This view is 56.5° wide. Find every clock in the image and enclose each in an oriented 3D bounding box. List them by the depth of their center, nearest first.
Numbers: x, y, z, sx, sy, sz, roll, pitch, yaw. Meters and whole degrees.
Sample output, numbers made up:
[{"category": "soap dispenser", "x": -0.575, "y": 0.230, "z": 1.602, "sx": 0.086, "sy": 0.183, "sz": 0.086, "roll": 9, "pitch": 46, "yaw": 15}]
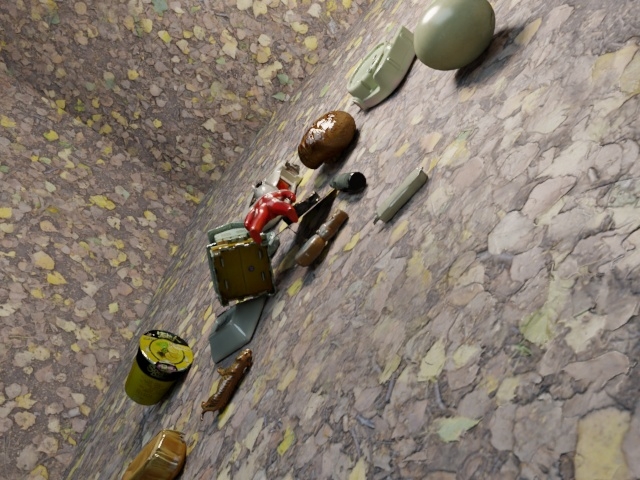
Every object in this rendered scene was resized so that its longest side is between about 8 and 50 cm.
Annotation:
[{"category": "clock", "x": 0.204, "y": -0.606, "z": 2.166, "sx": 0.324, "sy": 0.109, "sz": 0.265, "roll": -23, "pitch": 37, "yaw": 58}]

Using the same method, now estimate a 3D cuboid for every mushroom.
[{"category": "mushroom", "x": 0.024, "y": -0.363, "z": 2.149, "sx": 0.253, "sy": 0.153, "sz": 0.253, "roll": -43, "pitch": 14, "yaw": 13}]

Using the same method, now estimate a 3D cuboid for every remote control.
[{"category": "remote control", "x": -0.223, "y": 0.030, "z": 2.229, "sx": 0.247, "sy": 0.052, "sz": 0.104, "roll": -18, "pitch": 43, "yaw": 61}]

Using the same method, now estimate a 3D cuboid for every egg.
[{"category": "egg", "x": 0.352, "y": -0.553, "z": 1.588, "sx": 0.253, "sy": 0.187, "sz": 0.186, "roll": -16, "pitch": 43, "yaw": 56}]

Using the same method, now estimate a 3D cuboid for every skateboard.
[{"category": "skateboard", "x": -0.063, "y": -0.032, "z": 1.892, "sx": 0.032, "sy": 0.083, "sz": 0.063, "roll": -21, "pitch": 38, "yaw": 60}]

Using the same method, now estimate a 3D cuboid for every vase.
[{"category": "vase", "x": 0.075, "y": -0.178, "z": 1.840, "sx": 0.059, "sy": 0.060, "sz": 0.211, "roll": -58, "pitch": 18, "yaw": -8}]

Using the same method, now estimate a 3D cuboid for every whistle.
[{"category": "whistle", "x": 0.000, "y": 0.000, "z": 1.735, "sx": 0.220, "sy": 0.057, "sz": 0.107, "roll": -50, "pitch": 5, "yaw": 1}]

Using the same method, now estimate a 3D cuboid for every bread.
[{"category": "bread", "x": -0.482, "y": 0.660, "z": 1.718, "sx": 0.241, "sy": 0.107, "sz": 0.136, "roll": -48, "pitch": 17, "yaw": 21}]

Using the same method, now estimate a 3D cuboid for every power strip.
[{"category": "power strip", "x": 0.194, "y": -0.106, "z": 1.469, "sx": 0.191, "sy": 0.030, "sz": 0.047, "roll": -48, "pitch": 21, "yaw": 22}]

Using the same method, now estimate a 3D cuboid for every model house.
[{"category": "model house", "x": -0.256, "y": 0.077, "z": 1.914, "sx": 0.199, "sy": 0.224, "sz": 0.215, "roll": -12, "pitch": 21, "yaw": -10}]

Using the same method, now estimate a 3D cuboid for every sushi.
[{"category": "sushi", "x": -0.070, "y": -0.106, "z": 1.957, "sx": 0.220, "sy": 0.047, "sz": 0.231, "roll": -38, "pitch": 3, "yaw": 42}]

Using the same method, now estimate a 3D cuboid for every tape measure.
[{"category": "tape measure", "x": -0.207, "y": -0.171, "z": 2.412, "sx": 0.258, "sy": 0.130, "sz": 0.265, "roll": -36, "pitch": 27, "yaw": 40}]

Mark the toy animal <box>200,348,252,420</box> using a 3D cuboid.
[{"category": "toy animal", "x": -0.275, "y": 0.412, "z": 1.705, "sx": 0.241, "sy": 0.057, "sz": 0.099, "roll": -59, "pitch": 19, "yaw": -12}]

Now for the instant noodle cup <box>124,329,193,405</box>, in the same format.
[{"category": "instant noodle cup", "x": -0.617, "y": 0.487, "z": 2.231, "sx": 0.236, "sy": 0.216, "sz": 0.215, "roll": -58, "pitch": 16, "yaw": 22}]

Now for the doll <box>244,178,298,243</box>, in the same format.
[{"category": "doll", "x": -0.163, "y": -0.104, "z": 1.904, "sx": 0.188, "sy": 0.099, "sz": 0.384, "roll": -28, "pitch": 23, "yaw": 4}]

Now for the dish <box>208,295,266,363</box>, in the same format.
[{"category": "dish", "x": -0.288, "y": 0.275, "z": 1.936, "sx": 0.243, "sy": 0.080, "sz": 0.181, "roll": -38, "pitch": 25, "yaw": 43}]
